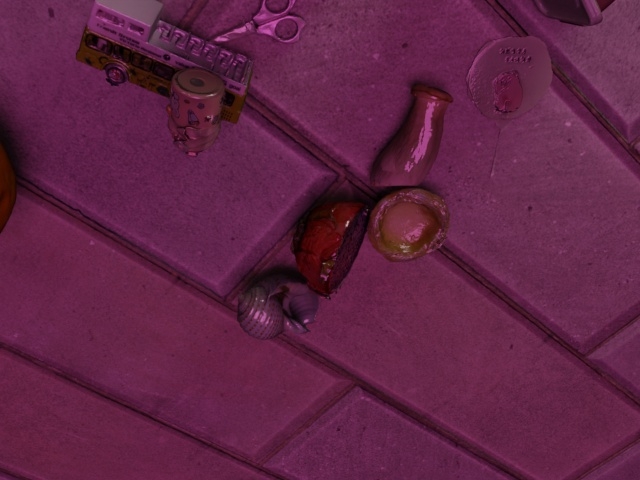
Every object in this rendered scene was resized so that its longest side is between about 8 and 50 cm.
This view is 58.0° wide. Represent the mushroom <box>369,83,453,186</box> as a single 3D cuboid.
[{"bbox_3d":[0.193,-0.198,1.189,0.096,0.108,0.246,-13,136,-47],"label":"mushroom"}]

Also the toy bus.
[{"bbox_3d":[-0.270,-0.331,1.045,0.302,0.113,0.139,20,135,-16],"label":"toy bus"}]

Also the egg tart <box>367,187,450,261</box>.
[{"bbox_3d":[0.191,-0.045,1.282,0.197,0.078,0.197,-7,127,-9],"label":"egg tart"}]

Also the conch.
[{"bbox_3d":[-0.108,0.152,1.360,0.200,0.131,0.172,28,90,-50],"label":"conch"}]

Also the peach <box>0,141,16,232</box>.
[{"bbox_3d":[-0.747,-0.108,1.037,0.343,0.342,0.301,-12,139,2],"label":"peach"}]

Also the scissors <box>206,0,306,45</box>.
[{"bbox_3d":[-0.135,-0.397,1.081,0.213,0.021,0.110,-18,124,7],"label":"scissors"}]

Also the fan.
[{"bbox_3d":[0.385,-0.268,1.209,0.183,0.010,0.309,-3,121,-3],"label":"fan"}]

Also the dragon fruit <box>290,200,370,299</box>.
[{"bbox_3d":[0.002,-0.001,1.254,0.148,0.223,0.218,24,160,13],"label":"dragon fruit"}]

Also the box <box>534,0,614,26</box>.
[{"bbox_3d":[0.421,-0.524,0.955,0.168,0.193,0.294,-38,117,11],"label":"box"}]

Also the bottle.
[{"bbox_3d":[-0.222,-0.215,1.019,0.099,0.098,0.152,10,135,-11],"label":"bottle"}]
